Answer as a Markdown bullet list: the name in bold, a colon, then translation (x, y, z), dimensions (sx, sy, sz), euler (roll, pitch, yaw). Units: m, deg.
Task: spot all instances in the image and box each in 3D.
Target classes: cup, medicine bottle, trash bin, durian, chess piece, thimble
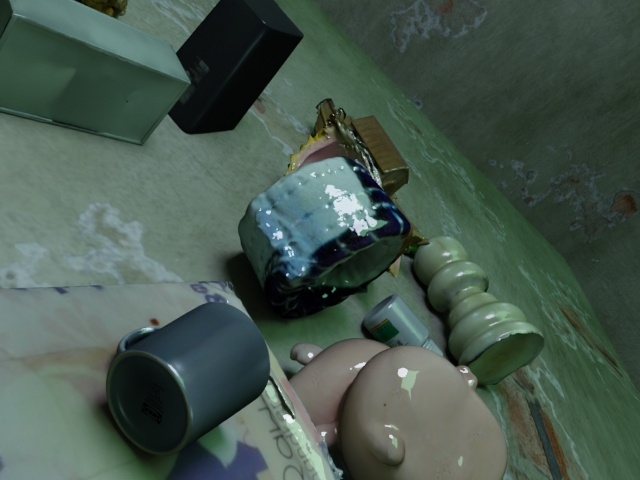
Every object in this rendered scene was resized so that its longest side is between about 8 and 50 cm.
- **cup**: translation (-0.096, 0.085, 0.329), dimensions (0.100, 0.078, 0.077), euler (16, 17, 23)
- **medicine bottle**: translation (0.141, 0.163, 0.849), dimensions (0.130, 0.080, 0.080), euler (50, 27, 2)
- **trash bin**: translation (-0.154, -0.304, 0.861), dimensions (0.115, 0.225, 0.165), euler (52, 27, 3)
- **durian**: translation (0.054, -0.053, 0.943), dimensions (0.305, 0.186, 0.196), euler (58, 9, 9)
- **chess piece**: translation (0.309, 0.125, 1.080), dimensions (0.182, 0.182, 0.330), euler (24, 30, -40)
- **thimble**: translation (0.000, 0.000, 0.698), dimensions (0.237, 0.237, 0.150), euler (3, 48, -55)

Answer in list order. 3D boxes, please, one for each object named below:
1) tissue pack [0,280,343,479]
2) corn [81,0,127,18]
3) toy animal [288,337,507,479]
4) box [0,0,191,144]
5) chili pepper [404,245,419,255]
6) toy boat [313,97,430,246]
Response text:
- **tissue pack**: translation (-0.160, 0.147, 0.359), dimensions (0.344, 0.125, 0.242), euler (6, 42, -56)
- **corn**: translation (-0.443, -0.504, 0.839), dimensions (0.292, 0.101, 0.101), euler (44, 27, -7)
- **toy animal**: translation (0.068, 0.196, 0.540), dimensions (0.210, 0.221, 0.229), euler (50, 27, -6)
- **box**: translation (-0.302, -0.215, 0.630), dimensions (0.225, 0.129, 0.086), euler (4, 51, -55)
- **chili pepper**: translation (0.231, 0.010, 1.237), dimensions (0.055, 0.035, 0.118), euler (61, 28, -14)
- **toy boat**: translation (0.118, -0.158, 1.148), dimensions (0.136, 0.162, 0.445), euler (21, 38, -47)
